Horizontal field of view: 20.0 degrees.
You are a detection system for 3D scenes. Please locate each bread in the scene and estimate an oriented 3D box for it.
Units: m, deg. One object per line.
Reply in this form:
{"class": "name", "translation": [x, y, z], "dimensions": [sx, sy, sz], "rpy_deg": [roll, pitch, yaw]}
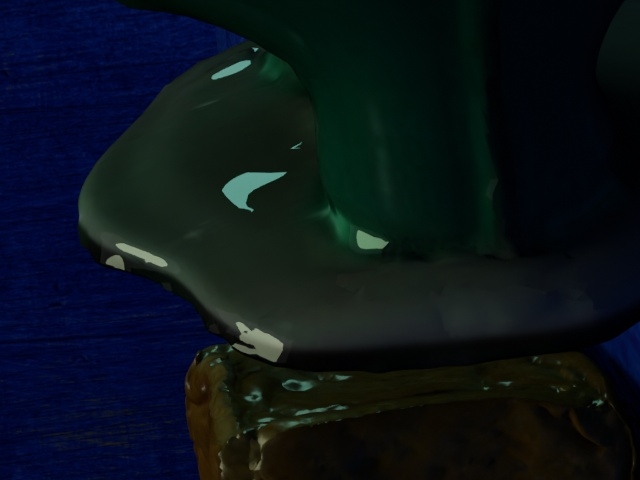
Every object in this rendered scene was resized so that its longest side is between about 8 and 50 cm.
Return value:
{"class": "bread", "translation": [0.034, 0.108, 0.696], "dimensions": [0.149, 0.158, 0.143], "rpy_deg": [-130, 35, -72]}

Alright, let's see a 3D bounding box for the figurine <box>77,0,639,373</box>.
{"class": "figurine", "translation": [0.001, -0.163, 0.381], "dimensions": [0.323, 0.231, 0.340], "rpy_deg": [-109, 9, -64]}
